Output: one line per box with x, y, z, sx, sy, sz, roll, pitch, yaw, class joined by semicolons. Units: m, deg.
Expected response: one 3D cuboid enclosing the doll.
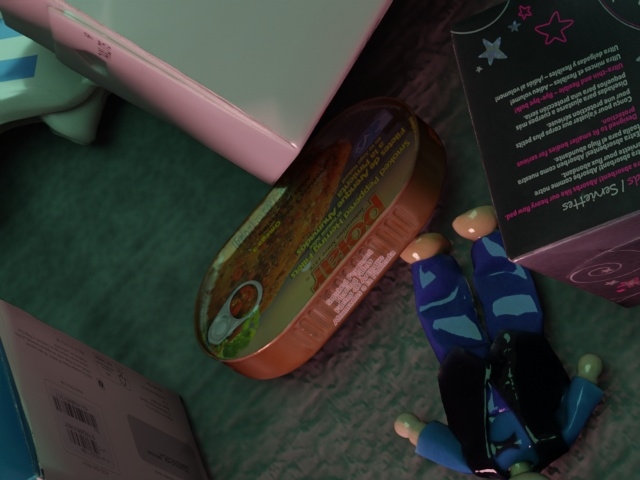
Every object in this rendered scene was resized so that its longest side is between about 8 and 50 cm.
0.097;0.081;1.123;0.129;0.046;0.189;-25;65;18;doll

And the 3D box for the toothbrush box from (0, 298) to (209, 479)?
-0.235;0.179;1.146;0.295;0.216;0.126;-29;59;14;toothbrush box

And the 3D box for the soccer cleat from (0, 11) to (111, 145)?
-0.159;-0.150;1.277;0.143;0.116;0.331;45;95;4;soccer cleat

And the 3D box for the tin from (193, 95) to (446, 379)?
0.000;0.000;1.171;0.190;0.040;0.106;-49;32;6;tin

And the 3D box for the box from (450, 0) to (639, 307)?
0.222;-0.074;1.030;0.247;0.163;0.142;-21;69;27;box

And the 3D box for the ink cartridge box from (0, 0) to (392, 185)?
-0.035;-0.200;1.119;0.197;0.198;0.270;31;84;-3;ink cartridge box
